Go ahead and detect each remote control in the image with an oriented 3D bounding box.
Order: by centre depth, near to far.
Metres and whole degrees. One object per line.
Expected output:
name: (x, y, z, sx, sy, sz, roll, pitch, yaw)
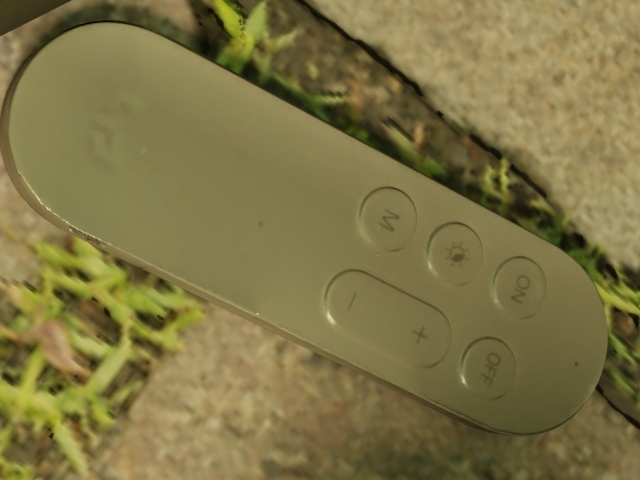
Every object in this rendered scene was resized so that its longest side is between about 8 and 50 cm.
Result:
remote control: (0.000, 0.000, 0.594, 0.245, 0.022, 0.077, 27, 75, -20)

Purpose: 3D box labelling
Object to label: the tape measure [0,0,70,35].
tape measure: (-0.020, -0.203, 0.480, 0.259, 0.262, 0.138, -35, 90, -22)
